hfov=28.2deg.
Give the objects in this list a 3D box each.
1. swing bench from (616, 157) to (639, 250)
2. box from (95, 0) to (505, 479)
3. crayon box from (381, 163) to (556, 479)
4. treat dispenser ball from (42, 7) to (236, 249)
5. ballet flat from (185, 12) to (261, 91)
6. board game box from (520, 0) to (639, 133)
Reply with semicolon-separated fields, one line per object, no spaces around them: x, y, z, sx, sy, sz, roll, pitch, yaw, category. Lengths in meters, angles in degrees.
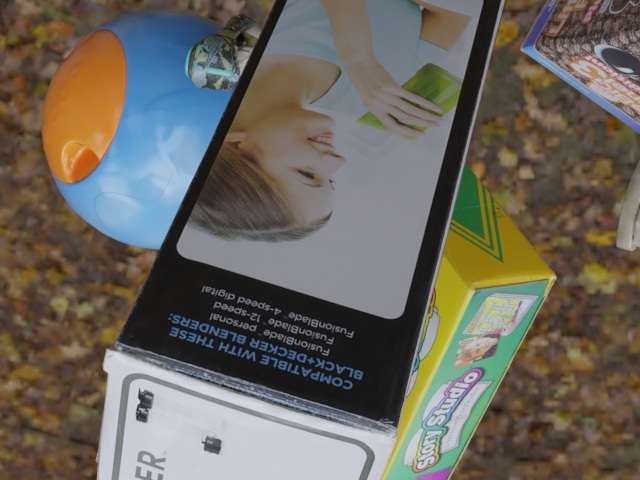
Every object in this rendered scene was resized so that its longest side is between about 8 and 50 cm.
0.502;-0.039;1.382;0.253;0.165;0.254;20;-167;39;swing bench
0.000;0.000;0.506;0.087;0.290;0.169;17;135;2;box
0.055;0.065;1.309;0.106;0.313;0.363;-9;137;-30;crayon box
-0.188;-0.133;1.534;0.288;0.288;0.288;5;138;5;treat dispenser ball
-0.084;-0.193;1.338;0.070;0.188;0.070;5;114;12;ballet flat
0.331;-0.151;0.966;0.232;0.141;0.291;32;176;-15;board game box
